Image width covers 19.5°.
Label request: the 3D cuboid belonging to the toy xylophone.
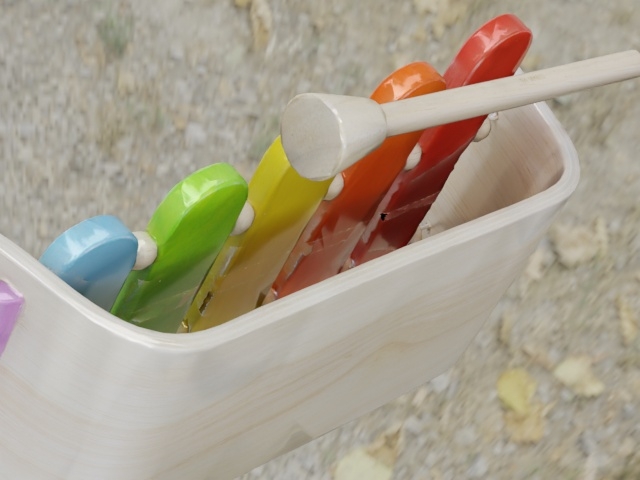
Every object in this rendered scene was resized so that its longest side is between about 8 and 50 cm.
[{"bbox_3d":[0.000,0.000,0.734,0.081,0.236,0.322,48,34,21],"label":"toy xylophone"}]
